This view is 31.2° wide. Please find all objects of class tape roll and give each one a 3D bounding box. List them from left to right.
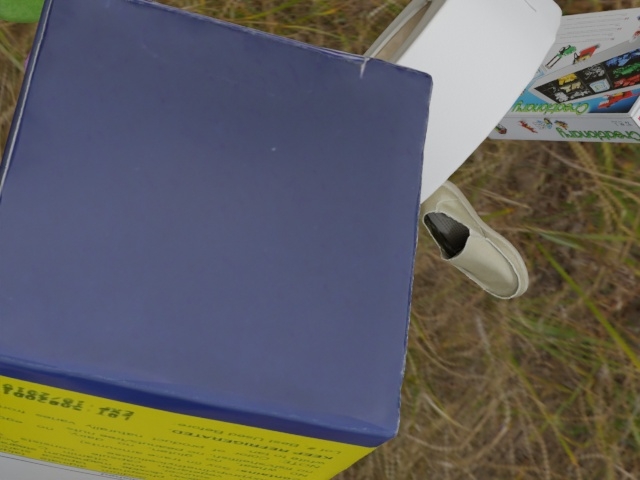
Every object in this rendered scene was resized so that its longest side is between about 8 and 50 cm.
[{"bbox_3d":[0.088,-0.136,1.062,0.100,0.286,0.286,40,87,-9],"label":"tape roll"}]

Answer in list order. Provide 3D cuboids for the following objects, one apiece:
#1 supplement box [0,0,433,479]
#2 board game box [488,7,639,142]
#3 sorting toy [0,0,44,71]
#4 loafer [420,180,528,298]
[{"bbox_3d":[-0.095,0.043,0.666,0.194,0.356,0.195,14,64,-13],"label":"supplement box"},{"bbox_3d":[0.354,-0.217,1.497,0.053,0.305,0.193,44,74,-27],"label":"board game box"},{"bbox_3d":[-0.317,-0.332,1.192,0.127,0.126,0.365,-6,133,12],"label":"sorting toy"},{"bbox_3d":[0.264,0.014,2.050,0.268,0.102,0.092,46,43,-9],"label":"loafer"}]
